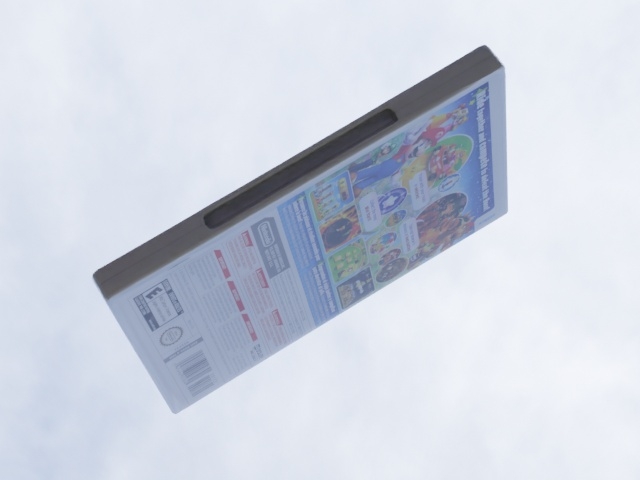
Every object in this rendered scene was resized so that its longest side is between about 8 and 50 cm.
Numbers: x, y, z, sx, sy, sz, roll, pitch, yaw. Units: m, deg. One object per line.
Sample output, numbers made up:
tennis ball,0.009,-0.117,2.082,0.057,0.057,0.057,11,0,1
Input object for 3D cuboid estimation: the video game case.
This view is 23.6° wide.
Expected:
video game case,0.000,0.000,0.435,0.122,0.087,0.011,-31,-116,-8
